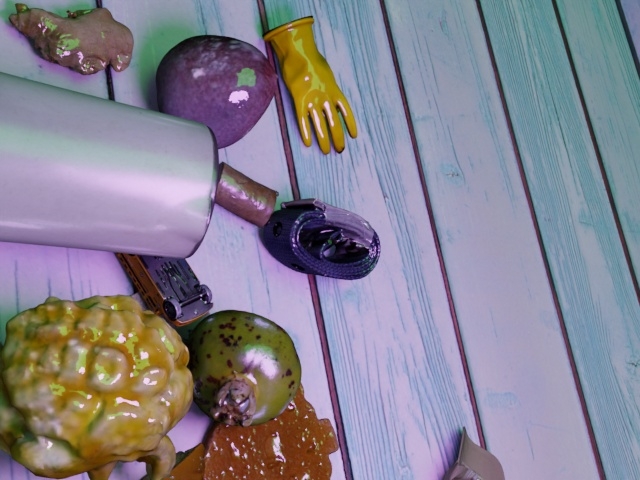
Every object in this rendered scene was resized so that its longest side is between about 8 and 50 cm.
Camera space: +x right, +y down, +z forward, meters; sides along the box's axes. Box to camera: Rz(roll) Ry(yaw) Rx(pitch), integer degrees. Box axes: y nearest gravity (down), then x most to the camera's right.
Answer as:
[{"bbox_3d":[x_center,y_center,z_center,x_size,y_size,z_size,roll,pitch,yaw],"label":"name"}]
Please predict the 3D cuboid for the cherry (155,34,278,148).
[{"bbox_3d":[-0.205,-0.275,1.697,0.183,0.266,0.213,36,41,-73],"label":"cherry"}]

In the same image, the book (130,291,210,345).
[{"bbox_3d":[-0.241,0.149,1.593,0.127,0.014,0.182,-31,92,-45],"label":"book"}]

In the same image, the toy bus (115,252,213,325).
[{"bbox_3d":[-0.266,0.060,1.545,0.083,0.088,0.194,-24,77,-43],"label":"toy bus"}]

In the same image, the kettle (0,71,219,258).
[{"bbox_3d":[-0.378,-0.126,1.434,0.376,0.250,0.361,9,22,-25],"label":"kettle"}]

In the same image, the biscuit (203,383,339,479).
[{"bbox_3d":[-0.096,0.366,1.598,0.301,0.043,0.278,-2,71,-39],"label":"biscuit"}]

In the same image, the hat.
[{"bbox_3d":[0.299,0.490,1.886,0.166,0.144,0.173,44,4,-15],"label":"hat"}]

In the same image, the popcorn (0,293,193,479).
[{"bbox_3d":[-0.325,0.201,1.324,0.335,0.279,0.274,-6,55,-30],"label":"popcorn"}]

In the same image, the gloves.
[{"bbox_3d":[-0.018,-0.320,1.965,0.133,0.116,0.294,-24,97,-17],"label":"gloves"}]

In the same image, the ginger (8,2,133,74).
[{"bbox_3d":[-0.434,-0.353,1.618,0.213,0.074,0.137,-6,65,-47],"label":"ginger"}]

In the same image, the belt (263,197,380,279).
[{"bbox_3d":[0.000,0.000,1.800,0.230,0.126,0.140,16,85,-37],"label":"belt"}]

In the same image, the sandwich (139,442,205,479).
[{"bbox_3d":[-0.245,0.428,1.408,0.088,0.090,0.244,25,58,-38],"label":"sandwich"}]

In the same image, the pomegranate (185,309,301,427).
[{"bbox_3d":[-0.133,0.219,1.491,0.202,0.202,0.248,51,13,-11],"label":"pomegranate"}]

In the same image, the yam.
[{"bbox_3d":[-0.149,-0.085,1.740,0.127,0.084,0.084,27,55,-24],"label":"yam"}]
